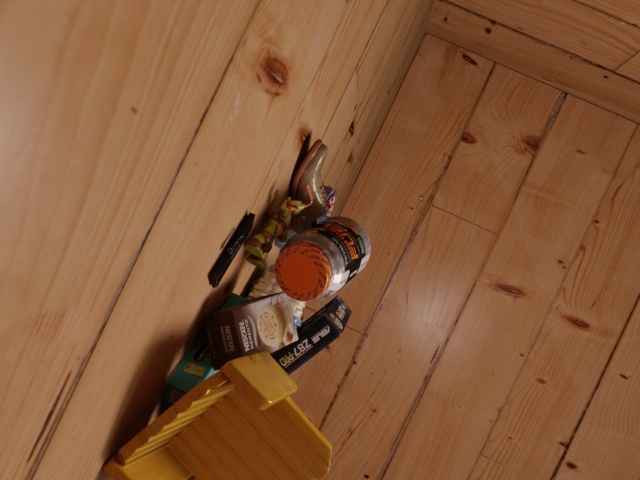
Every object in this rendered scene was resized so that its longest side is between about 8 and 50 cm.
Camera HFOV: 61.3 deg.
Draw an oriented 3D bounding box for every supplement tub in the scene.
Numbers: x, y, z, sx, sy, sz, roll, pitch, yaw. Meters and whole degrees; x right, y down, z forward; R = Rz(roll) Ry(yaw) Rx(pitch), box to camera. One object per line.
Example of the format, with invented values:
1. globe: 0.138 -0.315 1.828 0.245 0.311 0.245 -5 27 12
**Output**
1. supplement tub: 0.009 0.051 1.520 0.316 0.194 0.193 -32 148 -64

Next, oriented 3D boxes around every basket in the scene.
1. basket: -0.153 0.235 1.720 0.255 0.201 0.288 104 7 -76

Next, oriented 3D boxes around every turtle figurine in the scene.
1. turtle figurine: -0.115 -0.041 1.428 0.217 0.087 0.269 -53 179 -27

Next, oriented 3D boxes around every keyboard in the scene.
1. keyboard: -0.199 0.017 1.224 0.180 0.023 0.108 -63 -179 -25

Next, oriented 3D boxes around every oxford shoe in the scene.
1. oxford shoe: -0.018 -0.151 1.627 0.123 0.130 0.348 -60 173 -42

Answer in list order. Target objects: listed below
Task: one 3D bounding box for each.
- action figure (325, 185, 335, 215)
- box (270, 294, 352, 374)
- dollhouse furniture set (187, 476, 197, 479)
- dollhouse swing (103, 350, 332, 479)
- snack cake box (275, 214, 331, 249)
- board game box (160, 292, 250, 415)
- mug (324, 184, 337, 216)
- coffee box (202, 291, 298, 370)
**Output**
1. action figure: 0.019 -0.012 1.967 0.330 0.178 0.341 9 120 -45
2. box: -0.084 0.361 1.830 0.395 0.097 0.318 -40 180 10
3. dollhouse furniture set: -0.379 0.643 1.444 0.242 0.212 0.161 19 95 -58
4. dollhouse swing: -0.184 0.468 1.149 0.347 0.305 0.315 -39 167 6
5. snack cake box: 0.000 0.000 1.789 0.089 0.264 0.152 101 15 -69
6. board game box: -0.299 0.338 1.437 0.336 0.079 0.253 -59 172 -51
7. mug: -0.006 -0.116 2.057 0.150 0.113 0.169 -68 179 -70
8. coffee box: -0.171 0.224 1.369 0.246 0.098 0.141 -13 89 -61
